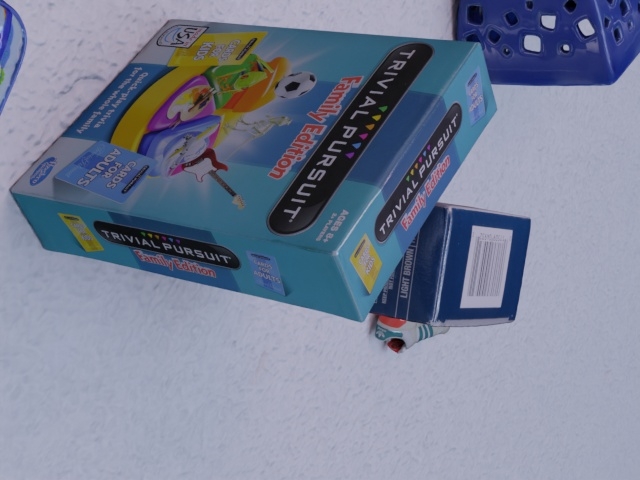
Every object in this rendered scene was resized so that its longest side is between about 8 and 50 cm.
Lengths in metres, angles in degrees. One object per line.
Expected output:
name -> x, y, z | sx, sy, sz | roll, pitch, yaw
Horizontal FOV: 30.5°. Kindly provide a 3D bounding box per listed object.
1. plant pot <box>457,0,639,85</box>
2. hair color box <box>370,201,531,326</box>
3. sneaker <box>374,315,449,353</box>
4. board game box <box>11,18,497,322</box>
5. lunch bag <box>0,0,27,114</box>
plant pot -> 0.320, -0.358, 1.612 | 0.236, 0.236, 0.212 | -48, 130, -39
hair color box -> 0.000, 0.000, 1.104 | 0.174, 0.347, 0.105 | 5, 94, -57
sneaker -> 0.122, 0.119, 1.614 | 0.161, 0.057, 0.075 | 23, 96, -58
board game box -> -0.057, -0.078, 1.005 | 0.253, 0.336, 0.079 | -56, 140, -33
lunch bag -> -0.311, -0.102, 0.840 | 0.176, 0.090, 0.219 | 38, 68, -57
